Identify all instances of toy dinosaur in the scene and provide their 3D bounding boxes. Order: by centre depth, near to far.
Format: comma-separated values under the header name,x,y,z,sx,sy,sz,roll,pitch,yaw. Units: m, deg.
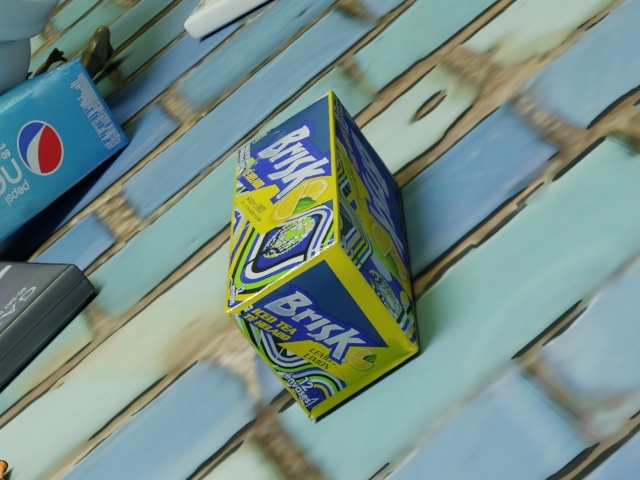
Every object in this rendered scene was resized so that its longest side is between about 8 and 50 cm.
name,x,y,z,sx,sy,sz,roll,pitch,yaw
toy dinosaur,-0.236,-0.084,1.411,0.211,0.064,0.112,-31,2,-7

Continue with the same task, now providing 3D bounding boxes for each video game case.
name,x,y,z,sx,sy,sz,roll,pitch,yaw
video game case,-0.254,0.084,1.101,0.196,0.026,0.274,-47,22,-20
video game case,-0.013,-0.213,1.330,0.157,0.019,0.143,-25,24,36

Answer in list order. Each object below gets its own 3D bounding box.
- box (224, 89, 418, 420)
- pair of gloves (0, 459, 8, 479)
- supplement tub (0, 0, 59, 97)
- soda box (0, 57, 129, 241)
name,x,y,z,sx,sy,sz,roll,pitch,yaw
box,0.000,0.000,0.779,0.054,0.059,0.169,-32,21,12
pair of gloves,-0.177,0.139,0.866,0.083,0.010,0.074,-33,19,9
supplement tub,-0.353,-0.115,1.302,0.331,0.241,0.241,-46,16,22
soda box,-0.219,-0.033,1.177,0.071,0.067,0.210,-15,20,44
